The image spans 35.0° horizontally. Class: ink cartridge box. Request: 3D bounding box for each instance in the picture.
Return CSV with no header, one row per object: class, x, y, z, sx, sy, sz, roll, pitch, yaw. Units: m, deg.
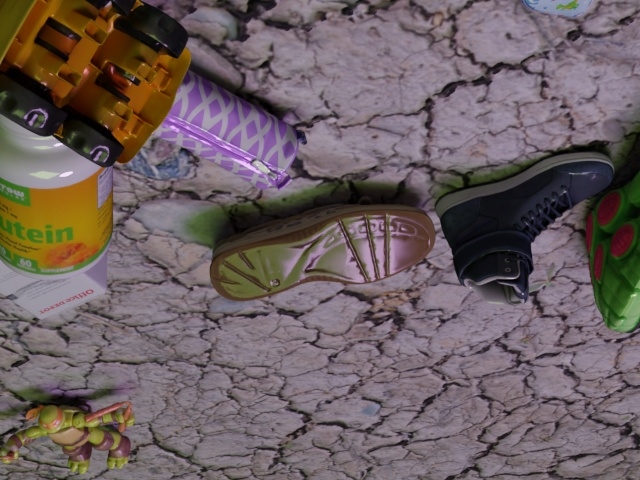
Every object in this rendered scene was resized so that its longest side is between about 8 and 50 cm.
ink cartridge box,-0.351,0.025,1.257,0.109,0.063,0.150,-22,141,18

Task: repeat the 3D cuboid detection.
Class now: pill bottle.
pill bottle,-0.288,-0.080,1.070,0.137,0.136,0.245,1,142,-11

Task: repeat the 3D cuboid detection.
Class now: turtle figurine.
turtle figurine,-0.402,0.304,1.595,0.270,0.087,0.217,-20,149,2

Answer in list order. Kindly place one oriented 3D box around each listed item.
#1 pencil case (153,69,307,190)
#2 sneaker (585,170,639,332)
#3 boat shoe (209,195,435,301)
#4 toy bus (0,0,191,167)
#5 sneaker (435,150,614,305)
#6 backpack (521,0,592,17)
pencil case,-0.118,-0.121,1.088,0.206,0.088,0.086,24,131,-33
sneaker,0.470,-0.039,1.217,0.202,0.185,0.482,7,142,-12
boat shoe,0.000,0.000,1.282,0.285,0.089,0.104,-9,117,-2
toy bus,-0.251,-0.181,0.887,0.149,0.211,0.220,-61,156,-2
sneaker,0.264,-0.009,1.239,0.226,0.163,0.086,-20,139,14
backpack,0.213,-0.269,0.954,0.114,0.084,0.105,5,139,-12
